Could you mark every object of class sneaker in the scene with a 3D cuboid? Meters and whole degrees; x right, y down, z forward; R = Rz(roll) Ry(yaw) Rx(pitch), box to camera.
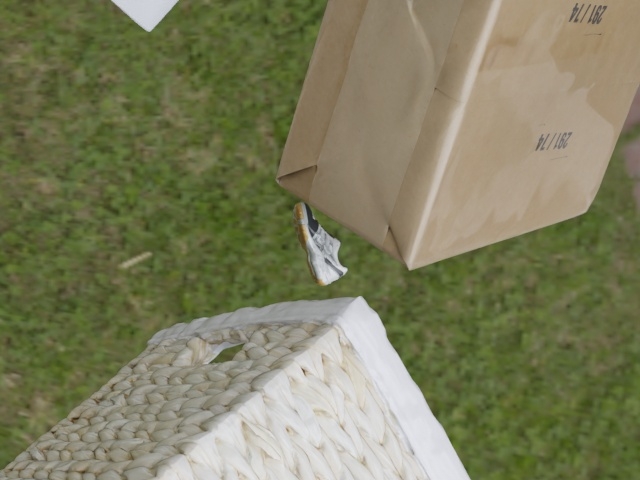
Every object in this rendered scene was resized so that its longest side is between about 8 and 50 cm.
[{"bbox_3d":[0.000,0.000,1.332,0.037,0.032,0.083,-20,98,-13],"label":"sneaker"}]

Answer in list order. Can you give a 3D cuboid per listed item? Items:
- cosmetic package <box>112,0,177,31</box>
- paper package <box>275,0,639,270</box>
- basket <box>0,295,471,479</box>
[{"bbox_3d":[-0.171,-0.357,1.255,0.225,0.138,0.224,-44,130,8],"label":"cosmetic package"},{"bbox_3d":[0.153,-0.161,1.274,0.325,0.168,0.309,-16,131,-47],"label":"paper package"},{"bbox_3d":[-0.060,0.259,1.164,0.266,0.328,0.331,-39,105,-33],"label":"basket"}]
